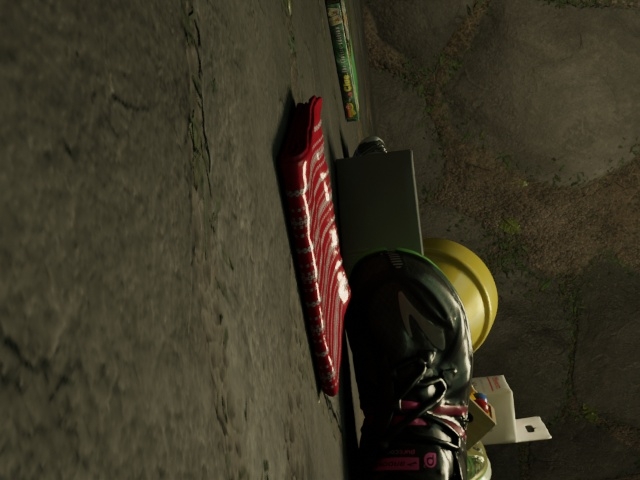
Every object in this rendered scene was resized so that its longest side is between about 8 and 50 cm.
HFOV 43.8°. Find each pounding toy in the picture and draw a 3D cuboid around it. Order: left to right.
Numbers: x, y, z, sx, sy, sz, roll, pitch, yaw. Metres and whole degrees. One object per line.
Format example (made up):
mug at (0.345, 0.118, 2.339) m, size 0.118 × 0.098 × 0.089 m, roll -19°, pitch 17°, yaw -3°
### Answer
pounding toy at (0.249, 0.282, 1.429) m, size 0.141 × 0.100 × 0.130 m, roll 45°, pitch 9°, yaw 5°

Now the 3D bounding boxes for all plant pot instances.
plant pot at (0.200, 0.146, 1.545) m, size 0.239 × 0.254 × 0.253 m, roll -39°, pitch 124°, yaw -64°

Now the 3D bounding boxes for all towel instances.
towel at (0.000, 0.000, 0.857) m, size 0.199 × 0.031 × 0.274 m, roll -80°, pitch 163°, yaw -63°

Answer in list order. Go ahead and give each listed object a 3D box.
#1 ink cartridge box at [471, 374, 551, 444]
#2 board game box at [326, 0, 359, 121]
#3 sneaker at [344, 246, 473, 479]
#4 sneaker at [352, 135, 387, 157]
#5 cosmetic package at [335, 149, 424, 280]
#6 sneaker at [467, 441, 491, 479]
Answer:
ink cartridge box at (0.330, 0.389, 1.823) m, size 0.207 × 0.354 × 0.119 m, roll -8°, pitch 92°, yaw -83°
board game box at (0.044, -0.371, 1.528) m, size 0.136 × 0.030 × 0.259 m, roll -92°, pitch 172°, yaw -45°
sneaker at (0.131, 0.244, 1.074) m, size 0.202 × 0.185 × 0.482 m, roll -70°, pitch 152°, yaw -83°
sneaker at (0.086, -0.141, 1.516) m, size 0.211 × 0.080 × 0.081 m, roll 91°, pitch -10°, yaw -64°
cosmetic package at (0.096, -0.014, 1.245) m, size 0.107 × 0.127 × 0.237 m, roll 67°, pitch 20°, yaw -65°
sneaker at (0.206, 0.376, 1.424) m, size 0.410 × 0.158 × 0.181 m, roll -23°, pitch 105°, yaw -70°
